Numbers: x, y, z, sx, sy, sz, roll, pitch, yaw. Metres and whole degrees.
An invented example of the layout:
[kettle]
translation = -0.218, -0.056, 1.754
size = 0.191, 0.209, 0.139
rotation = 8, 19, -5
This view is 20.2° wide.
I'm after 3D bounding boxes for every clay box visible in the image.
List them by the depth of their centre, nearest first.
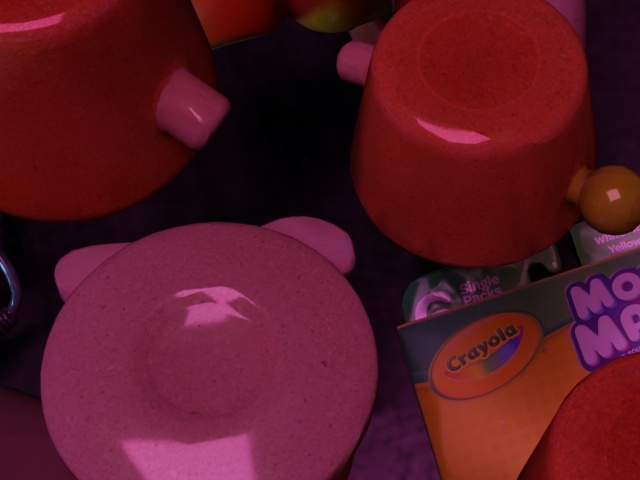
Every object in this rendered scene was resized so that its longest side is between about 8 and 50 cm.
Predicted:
[clay box]
translation = 0.110, 0.090, 0.629
size = 0.127, 0.053, 0.222
rotation = -19, 68, 6

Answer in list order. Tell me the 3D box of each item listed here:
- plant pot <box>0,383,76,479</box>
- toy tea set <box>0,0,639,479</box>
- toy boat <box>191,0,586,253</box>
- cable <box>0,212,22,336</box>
[plant pot]
translation = -0.100, 0.178, 0.536
size = 0.280, 0.323, 0.323
rotation = 5, 71, -2
[toy tea set]
translation = 0.000, 0.000, 0.530
size = 0.200, 0.124, 0.336
rotation = -19, 61, -8
[toy boat]
translation = 0.001, -0.099, 0.662
size = 0.151, 0.151, 0.231
rotation = -18, 66, -7
[cable]
translation = -0.218, 0.016, 0.738
size = 0.184, 0.047, 0.150
rotation = -32, 66, 1
